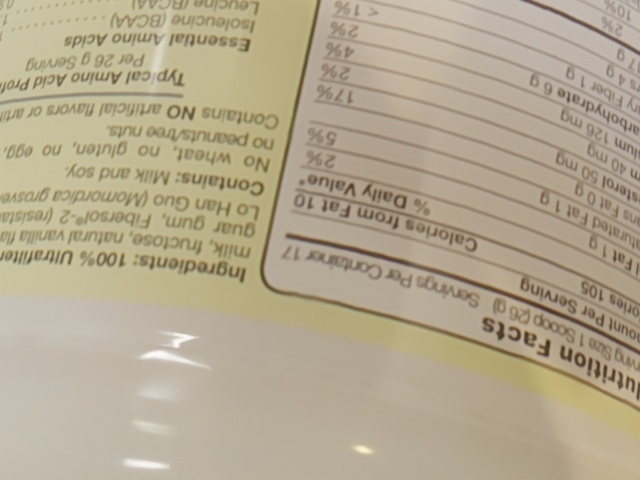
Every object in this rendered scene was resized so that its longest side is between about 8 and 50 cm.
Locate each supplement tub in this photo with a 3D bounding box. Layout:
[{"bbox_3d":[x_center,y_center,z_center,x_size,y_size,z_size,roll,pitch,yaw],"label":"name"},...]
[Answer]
[{"bbox_3d":[0.000,0.000,0.490,0.235,0.235,0.325,46,50,-54],"label":"supplement tub"}]
